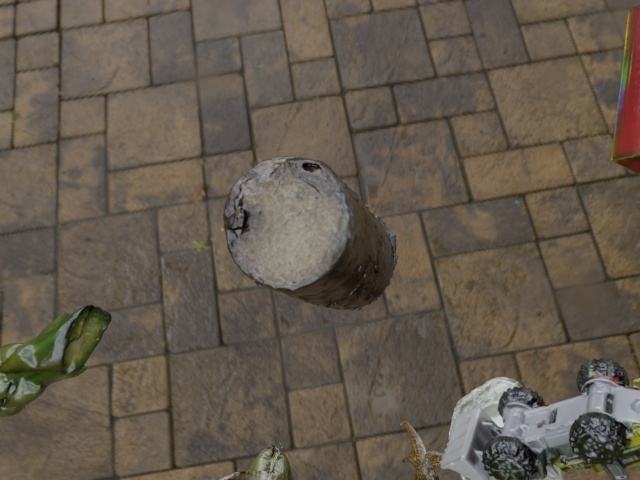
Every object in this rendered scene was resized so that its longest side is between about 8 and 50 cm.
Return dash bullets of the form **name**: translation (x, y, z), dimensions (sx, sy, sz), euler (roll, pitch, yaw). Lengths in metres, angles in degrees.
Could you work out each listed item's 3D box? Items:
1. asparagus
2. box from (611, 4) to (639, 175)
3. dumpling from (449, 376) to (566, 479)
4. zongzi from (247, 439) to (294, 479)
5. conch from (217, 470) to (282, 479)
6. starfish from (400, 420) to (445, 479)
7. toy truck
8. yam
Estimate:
- **asparagus**: translation (-0.338, 0.152, 0.799), dimensions (0.287, 0.080, 0.080), euler (-26, 60, 33)
- **box**: translation (0.492, -0.142, 0.855), dimensions (0.314, 0.089, 0.197), euler (18, 79, -30)
- **dumpling**: translation (0.473, 0.549, 1.790), dimensions (0.260, 0.181, 0.340), euler (-23, 102, 2)
- **zongzi**: translation (-0.051, 0.477, 1.312), dimensions (0.205, 0.204, 0.094), euler (20, 33, -12)
- **conch**: translation (-0.127, 0.441, 1.092), dimensions (0.207, 0.130, 0.155), euler (-40, 110, -18)
- **starfish**: translation (0.241, 0.513, 1.620), dimensions (0.057, 0.238, 0.213), euler (-6, 68, -26)
- **toy truck**: translation (0.296, 0.250, 0.895), dimensions (0.111, 0.286, 0.136), euler (54, 37, -12)
- **yam**: translation (-0.001, 0.001, 0.678), dimensions (0.131, 0.280, 0.130), euler (-2, 81, 13)
